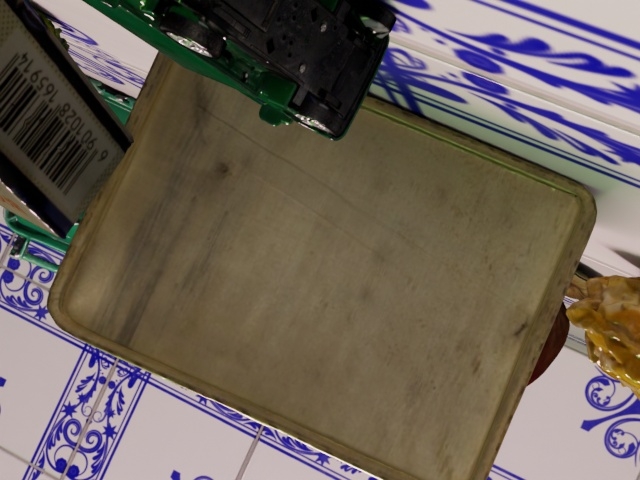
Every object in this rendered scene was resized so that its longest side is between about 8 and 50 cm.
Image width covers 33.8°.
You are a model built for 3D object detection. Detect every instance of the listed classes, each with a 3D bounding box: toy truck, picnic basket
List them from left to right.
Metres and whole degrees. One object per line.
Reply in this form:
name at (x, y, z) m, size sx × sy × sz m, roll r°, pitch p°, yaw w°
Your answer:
toy truck at (-0.036, -0.097, 0.437) m, size 0.079 × 0.065 × 0.147 m, roll 26°, pitch 179°, yaw 38°
picnic basket at (0.001, 0.017, 0.735) m, size 0.313 × 0.228 × 0.175 m, roll 24°, pitch 175°, yaw 7°

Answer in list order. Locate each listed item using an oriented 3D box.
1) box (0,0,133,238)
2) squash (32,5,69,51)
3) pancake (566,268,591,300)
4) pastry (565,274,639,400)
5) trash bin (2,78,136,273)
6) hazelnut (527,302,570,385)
box at (-0.251, -0.136, 0.569) m, size 0.198 × 0.084 × 0.310 m, roll 25°, pitch 162°, yaw 28°
squash at (-0.329, -0.210, 0.901) m, size 0.080 × 0.071 × 0.318 m, roll -2°, pitch 165°, yaw 37°
pancake at (0.197, 0.014, 1.107) m, size 0.235 × 0.029 × 0.212 m, roll 23°, pitch 177°, yaw -19°
pastry at (0.313, 0.101, 0.895) m, size 0.154 × 0.102 × 0.250 m, roll 22°, pitch 175°, yaw 38°
trash bin at (-0.340, -0.082, 1.594) m, size 0.259 × 0.295 × 0.381 m, roll 24°, pitch 172°, yaw -10°
hazelnut at (0.202, 0.093, 1.286) m, size 0.204 × 0.178 × 0.178 m, roll 56°, pitch 175°, yaw -5°
